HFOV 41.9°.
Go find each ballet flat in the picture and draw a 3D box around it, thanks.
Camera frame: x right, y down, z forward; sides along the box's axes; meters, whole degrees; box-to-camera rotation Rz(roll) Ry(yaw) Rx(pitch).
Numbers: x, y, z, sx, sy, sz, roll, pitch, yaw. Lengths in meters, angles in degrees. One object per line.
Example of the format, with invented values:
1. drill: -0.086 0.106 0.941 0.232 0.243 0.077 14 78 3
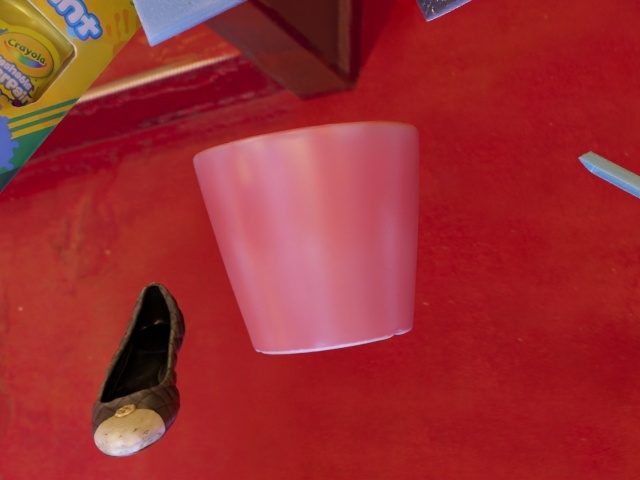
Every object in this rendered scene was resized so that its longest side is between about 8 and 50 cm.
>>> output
1. ballet flat: -0.122 0.084 0.554 0.057 0.173 0.049 -10 112 -1

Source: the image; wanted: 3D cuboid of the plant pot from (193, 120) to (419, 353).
1. plant pot: 0.000 0.000 1.008 0.275 0.275 0.243 -9 89 26

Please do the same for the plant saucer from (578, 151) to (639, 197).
1. plant saucer: 0.400 -0.054 1.000 0.192 0.067 0.018 35 97 32

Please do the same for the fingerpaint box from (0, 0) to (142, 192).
1. fingerpaint box: -0.466 -0.281 0.907 0.163 0.445 0.371 4 54 53

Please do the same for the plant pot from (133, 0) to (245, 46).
1. plant pot: -0.142 -0.403 1.037 0.252 0.247 0.247 -22 107 -6

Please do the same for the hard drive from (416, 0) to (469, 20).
1. hard drive: 0.242 -0.470 1.286 0.255 0.054 0.172 -28 89 29
